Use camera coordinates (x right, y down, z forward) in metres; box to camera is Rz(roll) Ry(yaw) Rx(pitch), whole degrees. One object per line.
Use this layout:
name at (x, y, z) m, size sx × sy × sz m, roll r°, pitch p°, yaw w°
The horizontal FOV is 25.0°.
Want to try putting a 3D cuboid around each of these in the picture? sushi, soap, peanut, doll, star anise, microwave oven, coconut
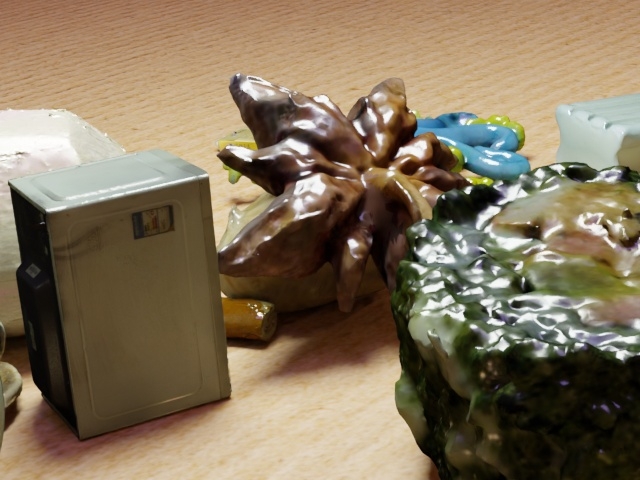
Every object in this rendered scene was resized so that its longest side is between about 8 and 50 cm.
sushi at (0.203, 0.080, 1.056) m, size 0.294 × 0.178 × 0.352 m, roll -13°, pitch 23°, yaw -16°
soap at (0.439, -0.129, 1.750) m, size 0.265 × 0.088 × 0.160 m, roll -11°, pitch 19°, yaw -18°
peanut at (0.000, 0.000, 1.424) m, size 0.224 × 0.129 × 0.129 m, roll -10°, pitch 19°, yaw -20°
doll at (0.089, -0.118, 1.792) m, size 0.346 × 0.099 × 0.341 m, roll 14°, pitch 28°, yaw 37°
star anise at (0.047, -0.038, 1.320) m, size 0.292 × 0.109 × 0.350 m, roll 6°, pitch 51°, yaw -2°
microwave oven at (-0.173, 0.040, 1.227) m, size 0.163 × 0.205 × 0.129 m, roll -12°, pitch 20°, yaw -24°
coconut at (-0.299, -0.016, 1.393) m, size 0.230 × 0.227 × 0.227 m, roll -1°, pitch 18°, yaw -13°

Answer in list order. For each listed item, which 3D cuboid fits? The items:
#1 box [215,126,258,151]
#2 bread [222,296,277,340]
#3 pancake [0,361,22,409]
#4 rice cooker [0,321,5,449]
box at (-0.067, -0.138, 2.012) m, size 0.149 × 0.020 × 0.073 m, roll 6°, pitch 23°, yaw 29°
bread at (-0.083, 0.075, 1.364) m, size 0.083 × 0.036 × 0.047 m, roll 1°, pitch 23°, yaw 24°
pancake at (-0.327, 0.138, 1.254) m, size 0.151 × 0.025 × 0.152 m, roll -5°, pitch 17°, yaw 1°
rice cooker at (-0.371, 0.091, 1.020) m, size 0.288 × 0.288 × 0.277 m, roll -10°, pitch 21°, yaw -14°
